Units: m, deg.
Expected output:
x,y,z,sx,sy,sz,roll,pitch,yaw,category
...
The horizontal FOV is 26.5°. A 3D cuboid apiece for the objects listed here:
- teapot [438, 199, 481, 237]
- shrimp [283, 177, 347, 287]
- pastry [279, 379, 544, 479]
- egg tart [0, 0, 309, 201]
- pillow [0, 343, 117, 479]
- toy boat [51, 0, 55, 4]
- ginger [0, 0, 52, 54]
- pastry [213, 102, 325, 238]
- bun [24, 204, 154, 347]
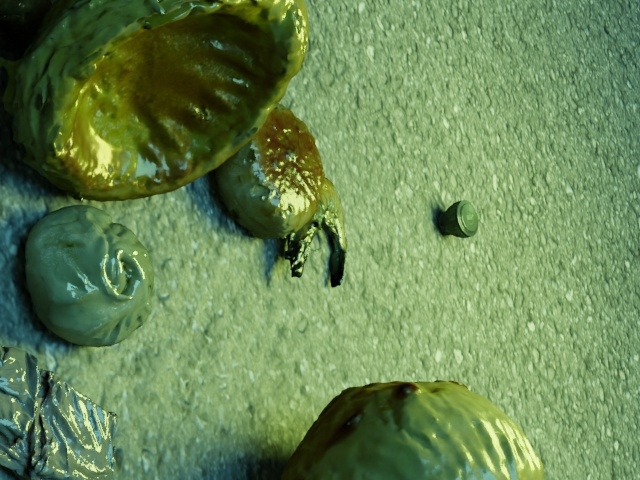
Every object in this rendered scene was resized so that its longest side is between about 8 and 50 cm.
x,y,z,sx,sy,sz,roll,pitch,yaw,category
0.244,-0.035,2.391,0.088,0.057,0.066,-11,88,-53,teapot
0.000,0.000,2.040,0.150,0.051,0.217,60,32,-32,shrimp
0.107,0.357,1.810,0.388,0.313,0.388,-26,131,-33,pastry
-0.200,-0.210,1.595,0.388,0.388,0.169,15,39,-52,egg tart
-0.312,0.203,1.513,0.248,0.049,0.135,43,41,-42,pillow
-0.303,-0.296,1.715,0.134,0.079,0.207,-55,133,-40,toy boat
-0.403,-0.263,1.517,0.133,0.107,0.309,58,31,1,ginger
-0.073,-0.107,1.935,0.182,0.093,0.192,42,47,-35,pastry
-0.260,0.035,1.605,0.183,0.102,0.183,31,50,-46,bun
